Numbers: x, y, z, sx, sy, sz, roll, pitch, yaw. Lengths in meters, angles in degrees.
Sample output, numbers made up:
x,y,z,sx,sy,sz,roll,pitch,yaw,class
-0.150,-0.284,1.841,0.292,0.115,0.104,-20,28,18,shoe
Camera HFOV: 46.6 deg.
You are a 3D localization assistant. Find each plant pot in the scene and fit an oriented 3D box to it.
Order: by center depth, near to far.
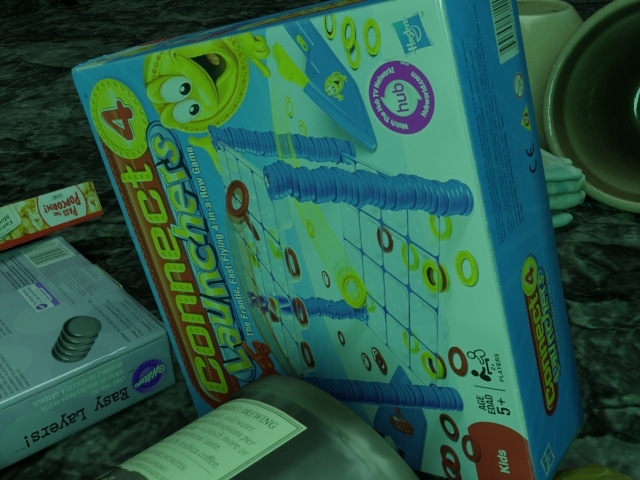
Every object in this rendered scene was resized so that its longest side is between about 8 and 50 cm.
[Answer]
x,y,z,sx,sy,sz,roll,pitch,yaw,class
0.443,-0.173,0.951,0.263,0.262,0.229,15,15,29,plant pot
0.310,-0.265,1.145,0.284,0.190,0.284,-2,29,1,plant pot

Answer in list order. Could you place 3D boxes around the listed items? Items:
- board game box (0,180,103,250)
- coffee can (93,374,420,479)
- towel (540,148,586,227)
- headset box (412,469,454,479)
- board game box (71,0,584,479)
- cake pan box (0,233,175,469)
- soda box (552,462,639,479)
x,y,z,sx,sy,sz,roll,pitch,yaw,class
-0.363,-0.010,0.821,0.147,0.045,0.193,-12,11,37,board game box
-0.087,0.210,0.318,0.275,0.201,0.202,-26,36,-34,coffee can
0.092,-0.099,0.919,0.375,0.090,0.320,-6,31,-27,towel
0.076,0.174,0.539,0.083,0.032,0.062,-13,31,-19,headset box
0.000,0.000,0.513,0.302,0.308,0.086,1,25,39,board game box
-0.304,0.098,0.682,0.246,0.070,0.267,-22,34,-34,cake pan box
0.110,0.189,0.462,0.182,0.058,0.061,-8,-3,-9,soda box
